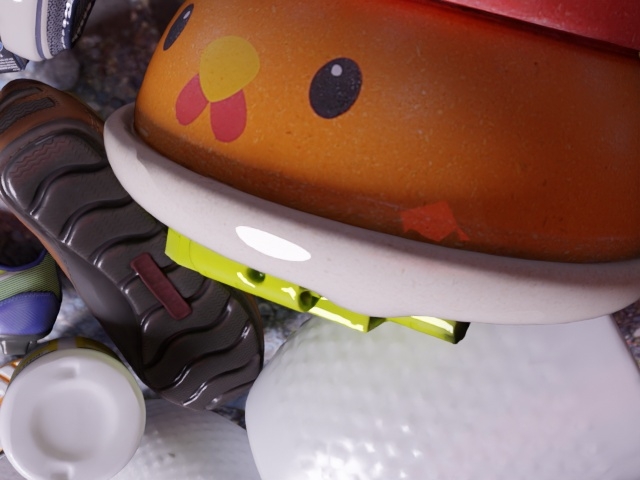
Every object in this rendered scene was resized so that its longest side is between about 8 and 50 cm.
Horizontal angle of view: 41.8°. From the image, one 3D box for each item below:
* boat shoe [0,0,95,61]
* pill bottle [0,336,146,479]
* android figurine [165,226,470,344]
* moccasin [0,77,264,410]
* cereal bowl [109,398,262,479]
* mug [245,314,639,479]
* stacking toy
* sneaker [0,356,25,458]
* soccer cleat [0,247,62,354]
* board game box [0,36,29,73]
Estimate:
[{"bbox_3d":[-0.102,-0.253,0.559,0.158,0.127,0.341,20,122,-12],"label":"boat shoe"},{"bbox_3d":[-0.232,0.151,0.782,0.119,0.208,0.119,1,88,-17],"label":"pill bottle"},{"bbox_3d":[0.000,0.000,0.633,0.272,0.248,0.056,21,108,26],"label":"android figurine"},{"bbox_3d":[-0.168,0.019,0.764,0.139,0.147,0.380,-36,128,1],"label":"moccasin"},{"bbox_3d":[-0.169,0.352,0.907,0.338,0.141,0.339,8,110,22],"label":"cereal bowl"},{"bbox_3d":[0.123,0.161,0.838,0.328,0.276,0.374,-27,161,8],"label":"mug"},{"bbox_3d":[0.081,-0.222,0.480,0.350,0.351,0.480,8,106,-14],"label":"stacking toy"},{"bbox_3d":[-0.351,0.194,0.908,0.215,0.083,0.084,-40,98,1],"label":"sneaker"},{"bbox_3d":[-0.387,0.027,0.783,0.288,0.093,0.121,10,95,-10],"label":"soccer cleat"},{"bbox_3d":[-0.332,-0.211,0.606,0.194,0.060,0.194,-7,127,-2],"label":"board game box"}]
